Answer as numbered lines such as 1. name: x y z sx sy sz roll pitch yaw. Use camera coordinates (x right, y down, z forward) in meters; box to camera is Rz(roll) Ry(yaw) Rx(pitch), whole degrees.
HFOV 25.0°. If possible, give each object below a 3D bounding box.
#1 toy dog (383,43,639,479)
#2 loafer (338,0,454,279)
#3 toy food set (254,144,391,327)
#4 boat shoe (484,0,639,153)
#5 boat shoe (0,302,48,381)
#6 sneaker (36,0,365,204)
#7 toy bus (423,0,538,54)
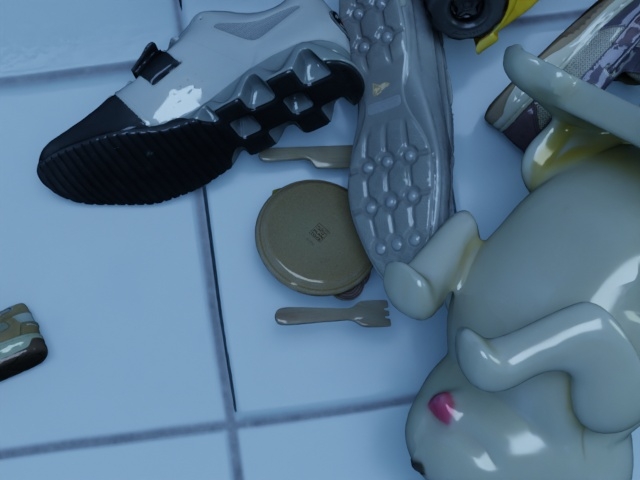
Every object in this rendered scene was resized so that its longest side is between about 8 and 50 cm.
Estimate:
1. toy dog: 0.227 0.085 1.303 0.284 0.395 0.408 36 99 41
2. loafer: 0.088 -0.108 1.403 0.112 0.111 0.320 -12 73 33
3. toy food set: 0.000 0.000 1.415 0.132 0.038 0.192 0 67 -11
4. boat shoe: 0.293 -0.192 1.447 0.285 0.103 0.092 -42 92 -4
5. boat shoe: -0.361 0.115 1.381 0.190 0.068 0.072 -21 71 -15
6. sneaker: -0.126 -0.143 1.409 0.330 0.122 0.146 -21 56 6
7. toy bus: 0.160 -0.320 1.358 0.211 0.149 0.220 -30 126 21
